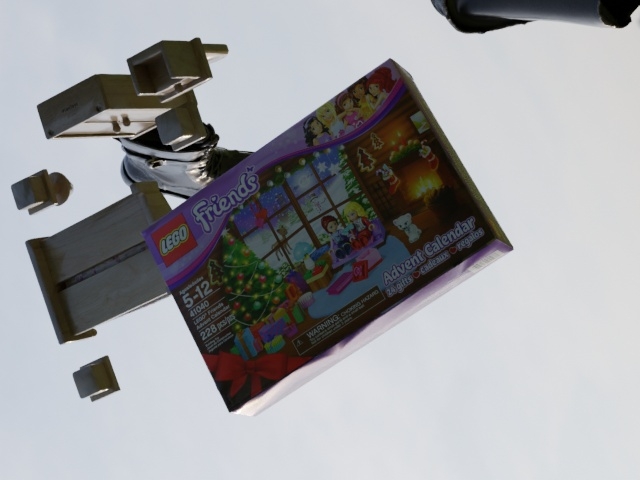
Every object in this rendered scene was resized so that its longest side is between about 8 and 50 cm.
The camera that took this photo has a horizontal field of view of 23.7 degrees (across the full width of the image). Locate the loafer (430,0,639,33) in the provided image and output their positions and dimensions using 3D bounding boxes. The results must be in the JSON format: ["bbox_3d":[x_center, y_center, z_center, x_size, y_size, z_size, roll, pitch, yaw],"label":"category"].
[{"bbox_3d":[0.172,-0.178,1.002,0.080,0.220,0.078,47,-142,-45],"label":"loafer"}]

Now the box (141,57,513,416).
[{"bbox_3d":[0.000,0.000,1.385,0.201,0.293,0.057,61,-164,21],"label":"box"}]

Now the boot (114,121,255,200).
[{"bbox_3d":[-0.166,-0.112,2.116,0.229,0.263,0.091,128,143,-74],"label":"boot"}]

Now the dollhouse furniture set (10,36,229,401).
[{"bbox_3d":[-0.187,-0.025,1.845,0.174,0.303,0.355,-9,-102,-57],"label":"dollhouse furniture set"}]
